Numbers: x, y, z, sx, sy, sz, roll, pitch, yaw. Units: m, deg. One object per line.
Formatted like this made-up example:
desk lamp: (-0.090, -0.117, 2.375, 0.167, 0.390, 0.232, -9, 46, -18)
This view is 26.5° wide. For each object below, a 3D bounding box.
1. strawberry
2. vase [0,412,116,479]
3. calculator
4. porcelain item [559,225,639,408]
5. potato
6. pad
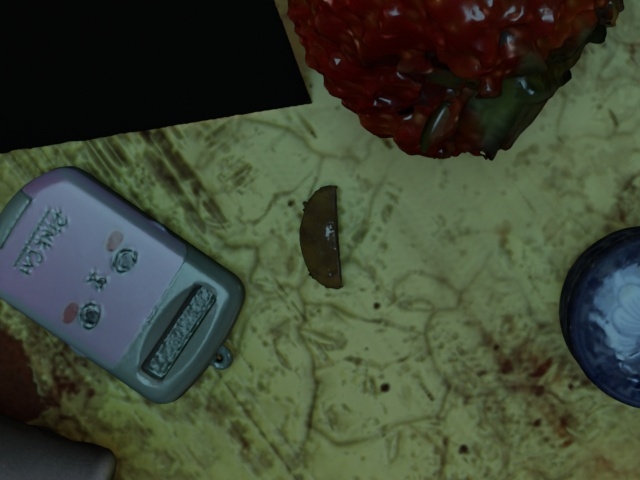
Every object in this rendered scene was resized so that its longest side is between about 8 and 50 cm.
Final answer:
strawberry: (0.075, -0.250, 1.049, 0.267, 0.312, 0.351, -34, 72, -12)
vase: (-0.335, 0.218, 1.165, 0.291, 0.245, 0.245, 17, 97, -4)
calculator: (-0.180, 0.041, 1.211, 0.246, 0.045, 0.141, 35, 98, 1)
porcelain item: (0.275, 0.063, 1.128, 0.147, 0.114, 0.147, 1, 96, 5)
potato: (-0.001, -0.001, 1.190, 0.037, 0.036, 0.093, -3, 95, 3)
pad: (-0.211, -0.153, 1.117, 0.368, 0.247, 0.007, -9, 60, 8)
